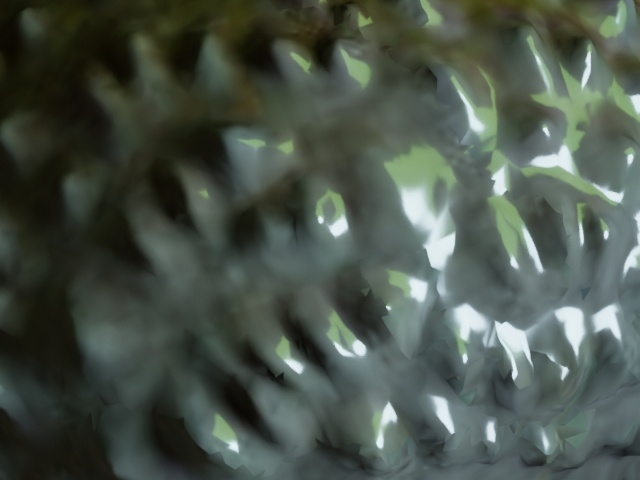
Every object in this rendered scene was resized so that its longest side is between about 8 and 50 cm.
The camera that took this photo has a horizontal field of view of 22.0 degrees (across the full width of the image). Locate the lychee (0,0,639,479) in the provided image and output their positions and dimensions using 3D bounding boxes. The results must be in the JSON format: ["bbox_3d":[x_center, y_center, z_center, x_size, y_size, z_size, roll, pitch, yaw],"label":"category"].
[{"bbox_3d":[0.000,0.000,0.695,0.432,0.380,0.380,55,26,18],"label":"lychee"}]
